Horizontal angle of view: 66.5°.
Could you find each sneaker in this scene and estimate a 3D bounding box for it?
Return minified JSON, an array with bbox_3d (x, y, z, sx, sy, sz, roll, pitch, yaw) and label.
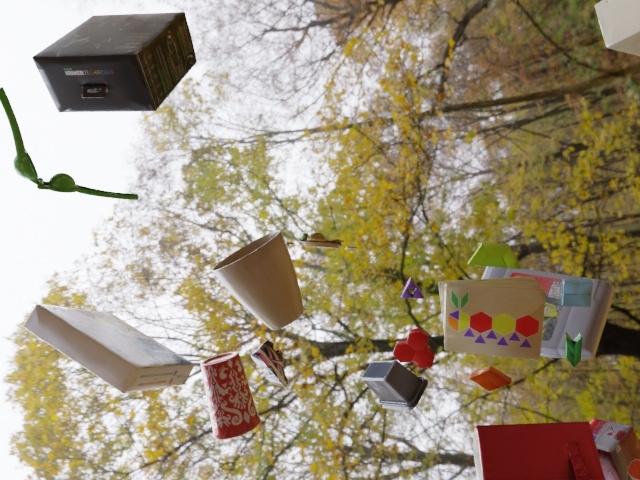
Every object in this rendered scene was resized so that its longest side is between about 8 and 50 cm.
[{"bbox_3d":[-0.134,0.372,1.474,0.077,0.072,0.178,-53,-44,-33],"label":"sneaker"}]

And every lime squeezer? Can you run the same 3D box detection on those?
[{"bbox_3d":[-0.510,-0.143,0.947,0.310,0.059,0.110,45,-108,-38],"label":"lime squeezer"}]

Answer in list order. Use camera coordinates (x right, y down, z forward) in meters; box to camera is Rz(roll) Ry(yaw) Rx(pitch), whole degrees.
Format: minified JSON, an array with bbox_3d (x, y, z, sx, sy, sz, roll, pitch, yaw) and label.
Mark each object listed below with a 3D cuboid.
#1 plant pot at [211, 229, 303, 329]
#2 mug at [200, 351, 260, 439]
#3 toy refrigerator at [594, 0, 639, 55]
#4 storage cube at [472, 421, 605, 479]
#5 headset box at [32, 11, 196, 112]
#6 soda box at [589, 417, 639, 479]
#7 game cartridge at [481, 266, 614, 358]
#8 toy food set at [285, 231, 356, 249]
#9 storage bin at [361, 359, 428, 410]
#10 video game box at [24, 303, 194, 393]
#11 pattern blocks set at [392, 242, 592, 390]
[{"bbox_3d":[-0.177,0.147,1.609,0.256,0.256,0.274,-42,-73,-49],"label":"plant pot"},{"bbox_3d":[-0.230,0.358,1.140,0.113,0.150,0.169,-17,-86,-66],"label":"mug"},{"bbox_3d":[0.633,-0.412,0.911,0.269,0.102,0.094,-8,-97,-35],"label":"toy refrigerator"},{"bbox_3d":[0.387,0.441,0.880,0.215,0.193,0.184,66,-159,-54],"label":"storage cube"},{"bbox_3d":[-0.456,-0.408,1.115,0.283,0.246,0.131,-78,-14,-47],"label":"headset box"},{"bbox_3d":[0.605,0.497,0.974,0.092,0.083,0.263,-26,-83,-29],"label":"soda box"},{"bbox_3d":[0.488,0.162,1.124,0.060,0.294,0.196,43,-114,-39],"label":"game cartridge"},{"bbox_3d":[0.000,0.000,1.365,0.132,0.192,0.039,145,129,-85],"label":"toy food set"},{"bbox_3d":[0.166,0.319,1.122,0.091,0.135,0.098,44,-118,-11],"label":"storage bin"},{"bbox_3d":[-0.335,0.174,0.797,0.048,0.205,0.187,-63,-16,-4],"label":"video game box"},{"bbox_3d":[0.307,0.141,0.891,0.026,0.324,0.285,-44,-38,-66],"label":"pattern blocks set"}]
